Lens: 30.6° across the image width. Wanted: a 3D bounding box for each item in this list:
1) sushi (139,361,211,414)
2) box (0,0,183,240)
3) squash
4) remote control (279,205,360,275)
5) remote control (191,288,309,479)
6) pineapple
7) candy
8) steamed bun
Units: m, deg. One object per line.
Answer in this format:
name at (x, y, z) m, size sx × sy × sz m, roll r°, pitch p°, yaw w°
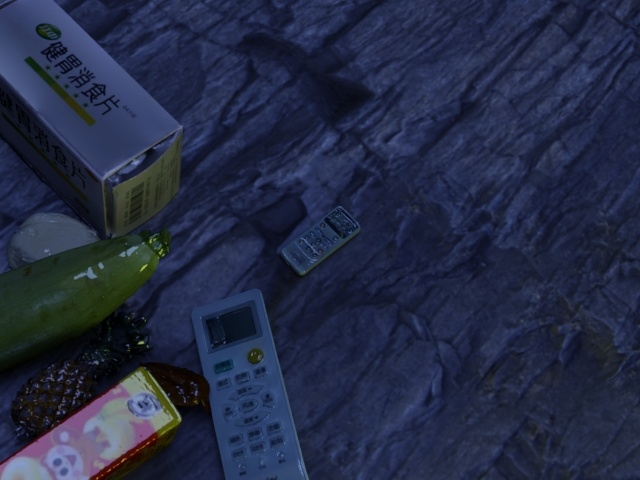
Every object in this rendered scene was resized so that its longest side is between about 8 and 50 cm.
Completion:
sushi at (-0.193, 0.188, 1.531) m, size 0.120 × 0.055 × 0.052 m, roll 11°, pitch 77°, yaw 18°
box at (-0.345, -0.172, 1.638) m, size 0.145 × 0.173 × 0.333 m, roll -39°, pitch 73°, yaw -24°
squash at (-0.346, 0.082, 1.470) m, size 0.371 × 0.118 × 0.118 m, roll -22°, pitch 64°, yaw 11°
remote control at (0.000, 0.000, 1.686) m, size 0.124 × 0.018 × 0.053 m, roll -37°, pitch 73°, yaw -24°
remote control at (-0.092, 0.208, 1.537) m, size 0.103 × 0.051 × 0.293 m, roll -18°, pitch 63°, yaw 5°
pineapple at (-0.310, 0.174, 1.497) m, size 0.083 × 0.103 × 0.221 m, roll 38°, pitch 64°, yaw 13°
candy at (-0.305, 0.276, 1.415) m, size 0.276 × 0.146 × 0.088 m, roll -33°, pitch 80°, yaw -25°
steamed bun at (-0.350, 0.025, 1.577) m, size 0.130 × 0.090 × 0.112 m, roll 20°, pitch 48°, yaw 14°
